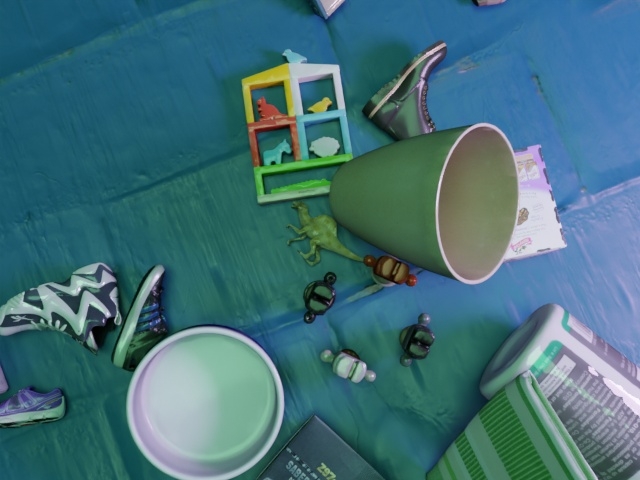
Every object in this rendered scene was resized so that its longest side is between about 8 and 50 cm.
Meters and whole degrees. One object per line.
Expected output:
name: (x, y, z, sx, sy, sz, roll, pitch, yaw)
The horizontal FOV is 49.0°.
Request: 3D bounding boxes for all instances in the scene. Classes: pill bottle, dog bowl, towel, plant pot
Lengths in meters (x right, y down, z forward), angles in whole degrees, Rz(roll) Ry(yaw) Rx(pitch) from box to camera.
pill bottle: (0.468, 0.291, 1.176, 0.361, 0.204, 0.204, 40, 86, 7)
dog bowl: (-0.199, 0.280, 1.233, 0.265, 0.104, 0.264, 0, 87, -6)
towel: (0.291, 0.390, 1.095, 0.038, 0.324, 0.247, 3, 42, -27)
plant pot: (0.158, -0.070, 1.205, 0.274, 0.257, 0.256, 8, 81, 43)

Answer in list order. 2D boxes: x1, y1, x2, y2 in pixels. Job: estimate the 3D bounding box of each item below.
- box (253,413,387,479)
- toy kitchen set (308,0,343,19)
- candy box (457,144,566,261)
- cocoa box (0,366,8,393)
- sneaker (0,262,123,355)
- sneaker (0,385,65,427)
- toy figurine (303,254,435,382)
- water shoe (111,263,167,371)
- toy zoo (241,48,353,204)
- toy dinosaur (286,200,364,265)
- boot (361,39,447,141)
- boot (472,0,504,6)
box: (0.013, 0.443, 1.202, 0.233, 0.059, 0.183, 39, 79, 27)
toy kitchen set: (-0.072, -0.530, 1.378, 0.122, 0.166, 0.207, -40, 46, -4)
candy box: (0.341, -0.060, 1.295, 0.165, 0.070, 0.196, -12, 82, 0)
cocoa box: (-0.785, 0.232, 1.217, 0.347, 0.231, 0.227, -24, 82, -1)
sneaker: (-0.470, 0.156, 1.284, 0.235, 0.094, 0.153, -24, 74, -11)
sneaker: (-0.556, 0.306, 1.294, 0.170, 0.068, 0.071, -5, 67, -7)
toy figurine: (0.085, 0.138, 1.248, 0.213, 0.148, 0.209, -23, 88, -3)
water shoe: (-0.318, 0.145, 1.303, 0.080, 0.073, 0.203, 23, 88, -16)
toy zoo: (-0.045, -0.225, 1.351, 0.193, 0.030, 0.293, -9, 82, 1)
toy dinosaur: (0.000, 0.000, 1.309, 0.183, 0.053, 0.092, 42, 84, 7)
boot: (0.196, -0.267, 1.334, 0.198, 0.077, 0.137, -44, 88, 10)
boot: (0.322, -0.512, 1.374, 0.087, 0.042, 0.118, -29, 83, -8)
